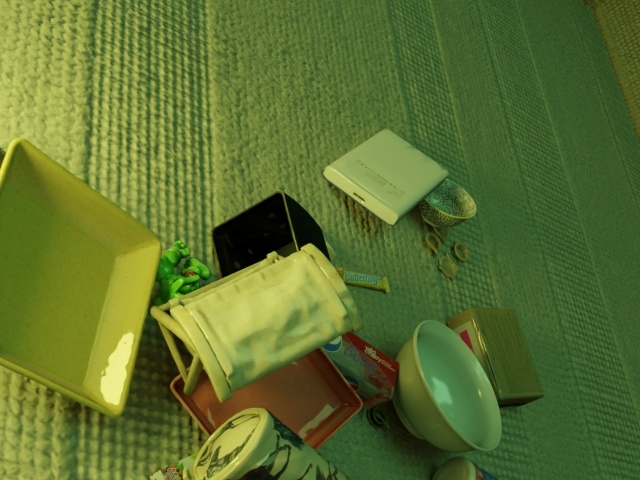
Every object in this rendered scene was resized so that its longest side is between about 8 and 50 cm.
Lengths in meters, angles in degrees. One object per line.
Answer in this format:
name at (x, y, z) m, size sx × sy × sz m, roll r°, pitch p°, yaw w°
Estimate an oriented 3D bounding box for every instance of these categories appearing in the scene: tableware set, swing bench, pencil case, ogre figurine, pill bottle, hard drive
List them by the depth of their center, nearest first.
swing bench at (-0.111, 0.126, 1.411) m, size 0.253 × 0.254 × 0.165 m, roll -25°, pitch 93°, yaw -23°
pencil case at (-0.032, 0.442, 1.441) m, size 0.410 × 0.160 × 0.183 m, roll 45°, pitch 77°, yaw -22°
ogre figurine at (-0.240, 0.088, 1.573) m, size 0.118 × 0.096 × 0.197 m, roll -2°, pitch 76°, yaw -60°
pill bottle at (0.344, 0.555, 1.834) m, size 0.221 × 0.124 × 0.124 m, roll 36°, pitch 42°, yaw -23°
tableware set at (0.150, 0.360, 1.848) m, size 0.154 × 0.024 × 0.104 m, roll 34°, pitch 43°, yaw -25°
hard drive at (0.168, -0.164, 2.174) m, size 0.210 × 0.040 × 0.318 m, roll 37°, pitch 37°, yaw 12°
tableware set at (0.329, 0.017, 2.288) m, size 0.141 × 0.020 × 0.169 m, roll 51°, pitch 38°, yaw -7°

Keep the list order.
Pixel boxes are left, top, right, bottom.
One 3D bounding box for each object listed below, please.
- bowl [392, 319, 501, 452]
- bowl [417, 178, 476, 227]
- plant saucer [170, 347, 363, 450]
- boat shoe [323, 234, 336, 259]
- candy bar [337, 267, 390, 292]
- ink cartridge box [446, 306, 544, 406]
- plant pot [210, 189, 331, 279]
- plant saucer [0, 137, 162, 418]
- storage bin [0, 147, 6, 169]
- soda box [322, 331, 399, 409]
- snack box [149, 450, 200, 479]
bowl at (0.244, 0.328, 1.853) m, size 0.298 × 0.134 × 0.298 m, roll 39°, pitch 32°, yaw -30°
bowl at (0.312, -0.086, 2.277) m, size 0.170 × 0.080 × 0.170 m, roll 18°, pitch 37°, yaw -14°
plant saucer at (-0.095, 0.276, 1.555) m, size 0.259 × 0.047 × 0.258 m, roll -39°, pitch 94°, yaw -23°
boat shoe at (0.000, 0.000, 1.940) m, size 0.100 × 0.035 × 0.035 m, roll 42°, pitch 42°, yaw -7°
candy bar at (0.098, 0.090, 1.991) m, size 0.161 × 0.018 × 0.040 m, roll 14°, pitch 54°, yaw -42°
ink cartridge box at (0.428, 0.287, 2.145) m, size 0.193 × 0.088 × 0.235 m, roll 7°, pitch 59°, yaw -42°
plant pot at (-0.079, 0.039, 1.723) m, size 0.167 × 0.188 × 0.188 m, roll 20°, pitch 49°, yaw -54°
plant saucer at (-0.409, 0.068, 1.345) m, size 0.332 × 0.081 × 0.333 m, roll 41°, pitch 46°, yaw -43°
storage bin at (-0.549, -0.063, 1.360) m, size 0.122 × 0.084 × 0.180 m, roll 47°, pitch 38°, yaw -12°
soda box at (0.028, 0.229, 1.747) m, size 0.263 × 0.083 × 0.092 m, roll 35°, pitch 44°, yaw -18°
snack box at (-0.203, 0.423, 1.416) m, size 0.100 × 0.037 × 0.141 m, roll -14°, pitch 74°, yaw -52°
